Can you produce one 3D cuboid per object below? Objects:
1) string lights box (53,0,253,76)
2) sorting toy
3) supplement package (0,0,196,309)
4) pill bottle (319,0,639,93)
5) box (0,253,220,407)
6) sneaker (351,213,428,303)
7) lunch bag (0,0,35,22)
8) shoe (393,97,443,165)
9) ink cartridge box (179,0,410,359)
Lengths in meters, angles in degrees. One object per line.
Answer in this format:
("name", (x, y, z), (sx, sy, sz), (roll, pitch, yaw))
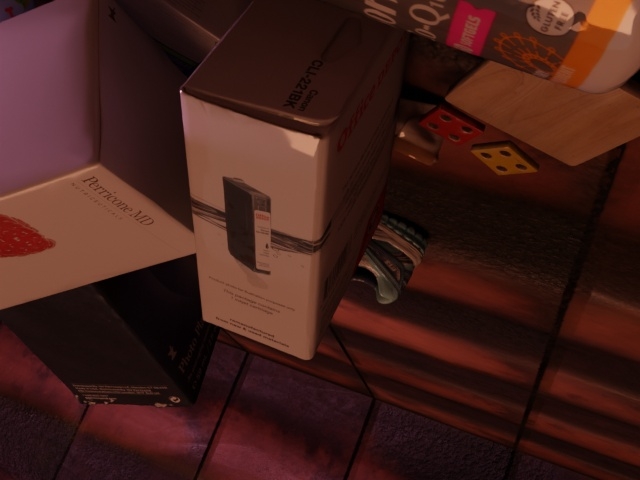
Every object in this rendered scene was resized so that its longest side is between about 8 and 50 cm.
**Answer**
("string lights box", (-0.176, -0.213, 0.792), (0.133, 0.077, 0.259), (31, 162, -25))
("sorting toy", (0.185, -0.121, 0.666), (0.132, 0.046, 0.274), (25, 163, -10))
("supplement package", (-0.266, -0.061, 0.732), (0.293, 0.175, 0.177), (-16, 153, 17))
("pill bottle", (0.046, -0.191, 0.416), (0.278, 0.162, 0.162), (21, 164, 6))
("box", (-0.241, 0.003, 1.014), (0.183, 0.296, 0.294), (-3, 140, 22))
("sneaker", (0.000, 0.000, 1.161), (0.283, 0.122, 0.110), (20, 164, 9))
("lunch bag", (-0.343, -0.198, 0.768), (0.151, 0.096, 0.129), (-8, 145, -22))
("shoe", (0.023, -0.140, 0.820), (0.219, 0.058, 0.076), (24, -164, 10))
("ink cartridge box", (-0.015, -0.064, 0.697), (0.114, 0.197, 0.273), (19, 141, 12))
